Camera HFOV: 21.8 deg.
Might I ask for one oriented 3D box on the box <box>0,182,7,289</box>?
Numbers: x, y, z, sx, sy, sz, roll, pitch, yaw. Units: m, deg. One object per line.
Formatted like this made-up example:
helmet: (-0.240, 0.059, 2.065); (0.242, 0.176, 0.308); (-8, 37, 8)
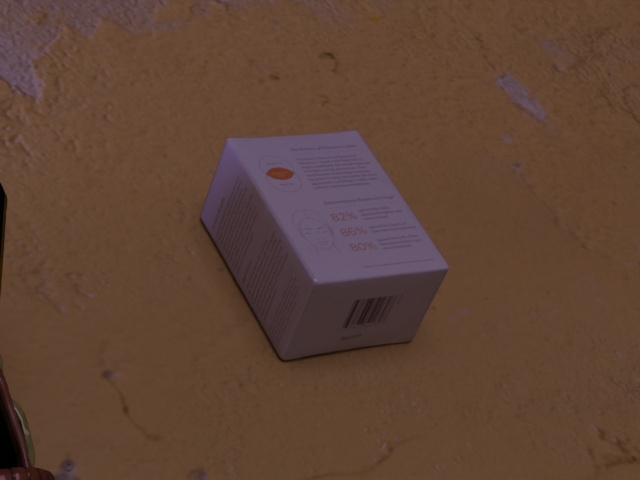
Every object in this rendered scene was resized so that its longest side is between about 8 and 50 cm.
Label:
box: (-0.325, 0.074, 0.985); (0.257, 0.079, 0.322); (-14, 41, 4)

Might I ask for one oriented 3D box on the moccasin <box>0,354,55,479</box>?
moccasin: (-0.214, 0.176, 0.997); (0.139, 0.147, 0.380); (5, 42, -22)

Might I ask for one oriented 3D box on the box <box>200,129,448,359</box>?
box: (0.000, 0.000, 1.355); (0.130, 0.091, 0.170); (-5, 46, -31)
